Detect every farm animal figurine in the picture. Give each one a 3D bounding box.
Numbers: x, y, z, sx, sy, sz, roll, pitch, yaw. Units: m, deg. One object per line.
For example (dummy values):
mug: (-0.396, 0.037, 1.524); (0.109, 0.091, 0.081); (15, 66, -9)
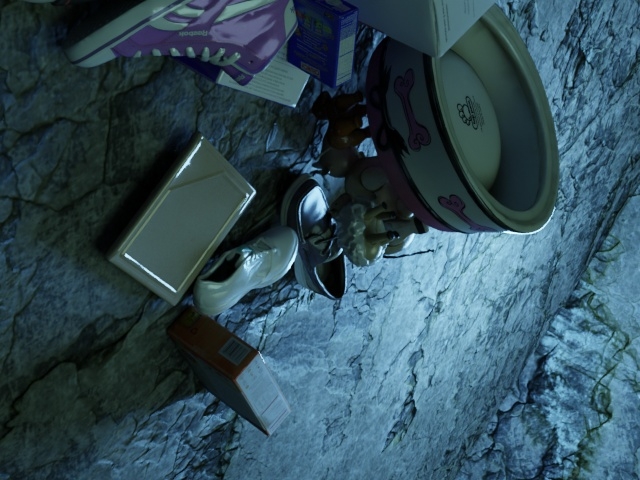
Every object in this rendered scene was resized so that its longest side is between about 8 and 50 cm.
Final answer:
farm animal figurine: (0.090, -0.120, 1.800); (0.330, 0.172, 0.326); (-6, 81, -55)

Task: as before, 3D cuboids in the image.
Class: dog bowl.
dog bowl: (0.226, -0.191, 1.736); (0.408, 0.150, 0.407); (25, 58, -47)

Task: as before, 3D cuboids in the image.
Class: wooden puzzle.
wooden puzzle: (-0.204, -0.030, 1.589); (0.221, 0.044, 0.238); (-54, 155, -7)

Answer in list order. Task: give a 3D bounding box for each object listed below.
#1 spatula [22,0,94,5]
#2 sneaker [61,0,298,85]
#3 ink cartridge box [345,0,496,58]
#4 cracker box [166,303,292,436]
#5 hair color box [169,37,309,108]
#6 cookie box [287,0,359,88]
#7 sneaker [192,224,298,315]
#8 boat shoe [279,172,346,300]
spatula: (-0.309, -0.268, 1.167); (0.084, 0.030, 0.296); (-24, 176, 41)
sneaker: (-0.155, -0.237, 1.292); (0.282, 0.102, 0.161); (-27, 117, -9)
ink cartridge box: (0.172, -0.438, 1.579); (0.306, 0.226, 0.131); (-48, 148, -20)
cracker box: (-0.147, 0.218, 1.788); (0.067, 0.156, 0.232); (-48, 150, -18)
hair color box: (-0.049, -0.362, 1.438); (0.185, 0.110, 0.338); (8, 112, -57)
cookie box: (0.002, -0.266, 1.406); (0.040, 0.092, 0.107); (-30, 141, -35)
sneaker: (-0.115, 0.033, 1.730); (0.212, 0.080, 0.094); (-40, 153, -27)
boat shoe: (0.000, 0.000, 1.867); (0.103, 0.092, 0.285); (-42, 147, -26)
